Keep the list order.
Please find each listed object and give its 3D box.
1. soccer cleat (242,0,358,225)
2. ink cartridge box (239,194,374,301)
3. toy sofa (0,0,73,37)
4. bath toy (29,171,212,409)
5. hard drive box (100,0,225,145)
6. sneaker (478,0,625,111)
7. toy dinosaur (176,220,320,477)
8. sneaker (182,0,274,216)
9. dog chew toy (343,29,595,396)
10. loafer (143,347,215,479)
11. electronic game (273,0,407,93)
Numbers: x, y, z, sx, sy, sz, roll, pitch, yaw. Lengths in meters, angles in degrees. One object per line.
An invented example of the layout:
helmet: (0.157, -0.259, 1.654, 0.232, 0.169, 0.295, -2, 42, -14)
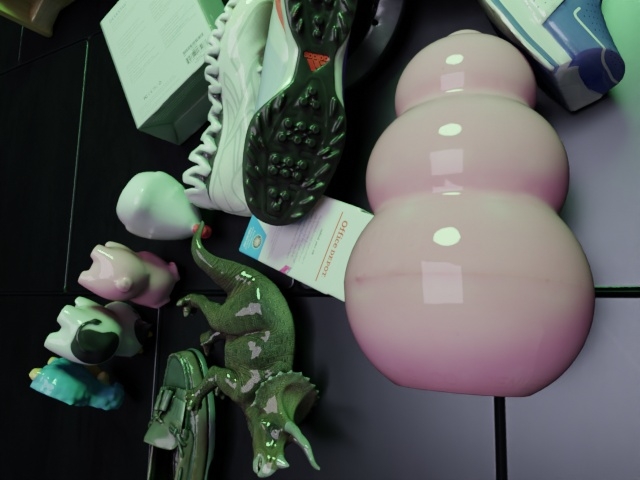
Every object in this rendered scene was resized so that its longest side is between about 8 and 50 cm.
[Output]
soccer cleat: (-0.024, -0.175, 0.581, 0.109, 0.116, 0.318, 8, 95, -11)
ink cartridge box: (0.000, 0.000, 0.603, 0.181, 0.061, 0.104, 24, 94, 32)
toy sofa: (-0.471, -0.547, 0.922, 0.363, 0.150, 0.177, -11, 78, 30)
bath toy: (-0.271, 0.072, 0.721, 0.129, 0.151, 0.348, 27, 95, -7)
hard drive box: (-0.224, -0.298, 0.769, 0.181, 0.089, 0.232, -34, 67, 22)
sneaker: (0.223, -0.302, 0.477, 0.182, 0.127, 0.315, -33, 65, 25)
toy dinosaur: (-0.087, 0.124, 0.625, 0.160, 0.121, 0.313, -16, 69, 16)
sneaker: (-0.090, -0.171, 0.657, 0.118, 0.110, 0.292, 20, 109, 22)
dog chew toy: (0.129, -0.035, 0.456, 0.207, 0.206, 0.331, -4, 74, 31)
loafer: (-0.191, 0.279, 0.652, 0.096, 0.084, 0.267, -15, 75, 48)
electronic game: (0.010, -0.298, 0.650, 0.229, 0.048, 0.229, -2, 87, 38)
